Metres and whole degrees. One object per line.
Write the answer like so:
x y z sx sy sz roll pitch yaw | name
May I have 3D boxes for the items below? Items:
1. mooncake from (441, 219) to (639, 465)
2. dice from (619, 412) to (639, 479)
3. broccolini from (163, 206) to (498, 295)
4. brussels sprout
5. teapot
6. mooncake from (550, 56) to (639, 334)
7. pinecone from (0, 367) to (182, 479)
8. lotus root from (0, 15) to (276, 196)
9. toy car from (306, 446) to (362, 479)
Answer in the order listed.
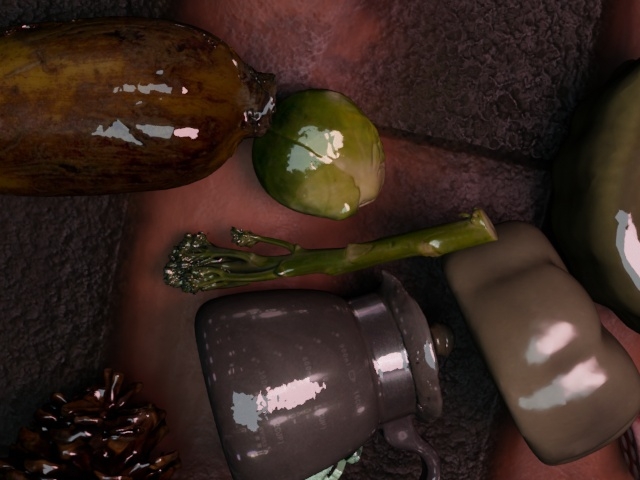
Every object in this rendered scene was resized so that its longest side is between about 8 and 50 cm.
0.242 0.106 0.940 0.135 0.275 0.275 -30 99 10 | mooncake
0.418 0.243 1.045 0.091 0.094 0.093 -11 99 4 | dice
-0.002 0.000 0.960 0.392 0.079 0.073 -12 111 22 | broccolini
-0.001 -0.099 0.977 0.155 0.117 0.155 -8 111 -23 | brussels sprout
0.029 0.178 0.961 0.285 0.223 0.305 -16 67 -7 | teapot
0.432 -0.043 0.933 0.352 0.187 0.351 0 88 -3 | mooncake
-0.268 0.291 0.996 0.244 0.243 0.257 15 106 -2 | pinecone
-0.244 -0.143 0.941 0.398 0.179 0.195 -2 103 3 | lotus root
-0.010 0.293 1.085 0.073 0.054 0.143 31 93 -6 | toy car
